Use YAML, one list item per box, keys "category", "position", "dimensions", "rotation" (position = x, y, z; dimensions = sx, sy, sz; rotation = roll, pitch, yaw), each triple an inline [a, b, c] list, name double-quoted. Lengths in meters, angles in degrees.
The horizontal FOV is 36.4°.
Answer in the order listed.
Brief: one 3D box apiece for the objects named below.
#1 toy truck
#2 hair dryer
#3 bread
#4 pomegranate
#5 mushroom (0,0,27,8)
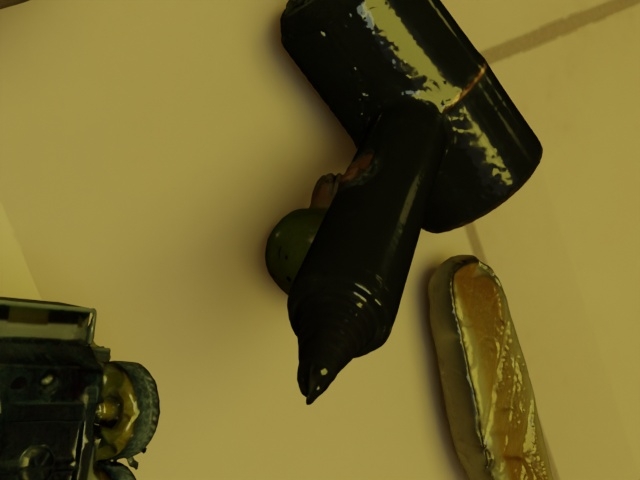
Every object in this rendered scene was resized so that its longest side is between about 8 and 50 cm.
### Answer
- category: "toy truck"
  position: [-0.184, 0.157, 0.470]
  dimensions: [0.124, 0.157, 0.272]
  rotation: [10, 89, -48]
- category: "hair dryer"
  position: [0.029, -0.042, 0.566]
  dimensions: [0.189, 0.107, 0.352]
  rotation: [51, 31, -17]
- category: "bread"
  position: [0.121, 0.116, 0.726]
  dimensions: [0.073, 0.053, 0.214]
  rotation: [-17, 93, -36]
- category: "pomegranate"
  position: [-0.004, 0.002, 0.647]
  dimensions: [0.073, 0.073, 0.085]
  rotation: [-12, 72, -33]
- category: "mushroom"
  position: [-0.248, -0.209, 0.414]
  dimensions: [0.290, 0.292, 0.292]
  rotation: [-31, 106, -1]
